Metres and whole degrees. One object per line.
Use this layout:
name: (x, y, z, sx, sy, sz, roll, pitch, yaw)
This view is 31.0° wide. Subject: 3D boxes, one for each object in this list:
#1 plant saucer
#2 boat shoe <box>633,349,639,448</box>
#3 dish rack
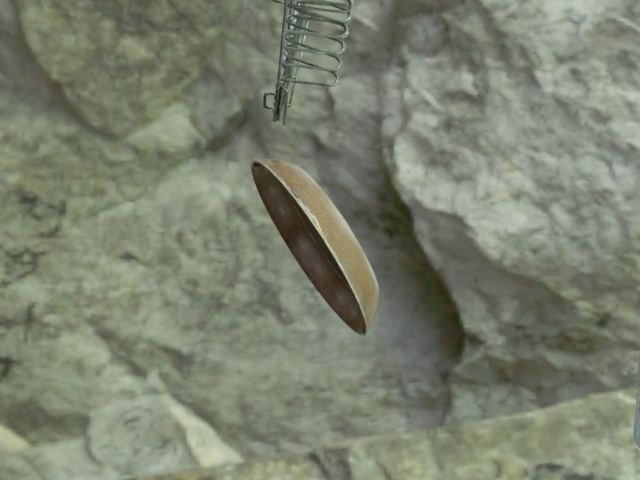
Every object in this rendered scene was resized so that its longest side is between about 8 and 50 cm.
plant saucer: (0.000, 0.000, 0.936, 0.168, 0.029, 0.168, 55, -10, 14)
boat shoe: (0.310, 0.103, 1.010, 0.065, 0.083, 0.183, 13, -46, 14)
dish rack: (0.005, -0.236, 1.019, 0.271, 0.074, 0.208, 103, -1, -60)
